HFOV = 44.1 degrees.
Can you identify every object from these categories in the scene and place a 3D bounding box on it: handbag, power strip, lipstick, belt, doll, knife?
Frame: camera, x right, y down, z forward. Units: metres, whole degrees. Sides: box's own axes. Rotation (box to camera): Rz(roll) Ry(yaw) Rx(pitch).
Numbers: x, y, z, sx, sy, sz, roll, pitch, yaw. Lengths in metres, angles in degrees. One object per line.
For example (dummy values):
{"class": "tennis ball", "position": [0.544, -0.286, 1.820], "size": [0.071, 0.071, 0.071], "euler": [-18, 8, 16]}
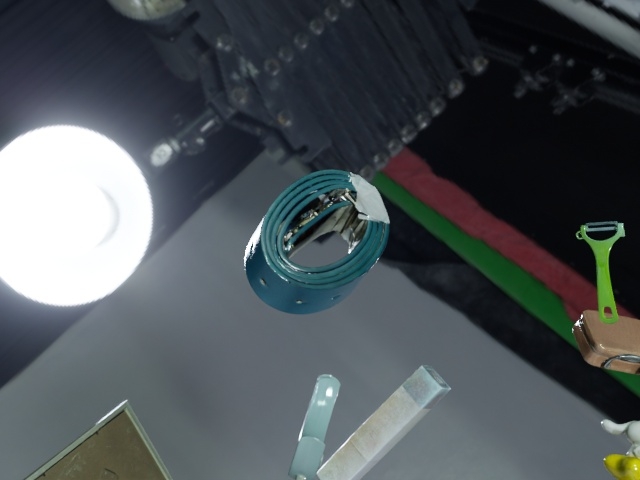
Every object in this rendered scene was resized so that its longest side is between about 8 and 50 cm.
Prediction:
{"class": "handbag", "position": [0.714, 0.248, 1.897], "size": [0.193, 0.151, 0.072], "euler": [15, -51, -8]}
{"class": "power strip", "position": [-0.016, 0.392, 1.556], "size": [0.054, 0.168, 0.253], "euler": [16, 28, 2]}
{"class": "lipstick", "position": [0.147, 0.451, 1.868], "size": [0.076, 0.371, 0.079], "euler": [48, 12, 25]}
{"class": "belt", "position": [-0.001, 0.001, 2.050], "size": [0.300, 0.436, 0.173], "euler": [43, -35, 5]}
{"class": "doll", "position": [0.473, 0.309, 1.173], "size": [0.071, 0.113, 0.135], "euler": [40, 3, -45]}
{"class": "knife", "position": [0.457, 0.054, 1.282], "size": [0.078, 0.022, 0.166], "euler": [-3, -88, 42]}

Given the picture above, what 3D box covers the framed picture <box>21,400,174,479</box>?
{"class": "framed picture", "position": [-0.410, 0.464, 1.479], "size": [0.016, 0.289, 0.213], "euler": [-24, -82, 36]}
